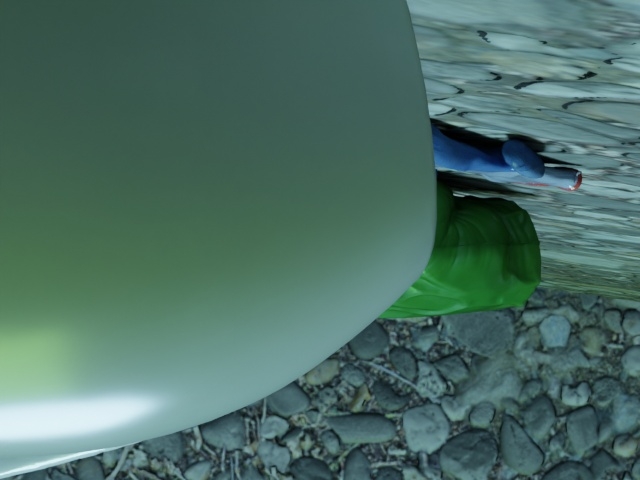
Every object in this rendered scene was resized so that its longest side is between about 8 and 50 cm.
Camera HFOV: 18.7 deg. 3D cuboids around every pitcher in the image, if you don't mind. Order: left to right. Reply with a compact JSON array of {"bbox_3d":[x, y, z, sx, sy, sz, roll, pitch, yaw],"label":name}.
[{"bbox_3d":[-0.088,-0.034,0.372,0.207,0.177,0.125,-11,-141,-9],"label":"pitcher"}]

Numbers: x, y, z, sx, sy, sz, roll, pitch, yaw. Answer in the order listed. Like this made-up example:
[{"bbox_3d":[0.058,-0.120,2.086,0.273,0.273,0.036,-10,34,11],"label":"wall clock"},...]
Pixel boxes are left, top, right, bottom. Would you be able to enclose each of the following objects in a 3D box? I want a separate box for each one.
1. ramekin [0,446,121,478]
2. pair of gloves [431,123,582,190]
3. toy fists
[{"bbox_3d":[-0.156,0.019,0.741,0.277,0.135,0.277,-13,170,-3],"label":"ramekin"},{"bbox_3d":[0.032,-0.041,0.956,0.198,0.023,0.159,7,178,39],"label":"pair of gloves"},{"bbox_3d":[0.000,0.000,1.233,0.142,0.096,0.279,-3,-176,-41],"label":"toy fists"}]
